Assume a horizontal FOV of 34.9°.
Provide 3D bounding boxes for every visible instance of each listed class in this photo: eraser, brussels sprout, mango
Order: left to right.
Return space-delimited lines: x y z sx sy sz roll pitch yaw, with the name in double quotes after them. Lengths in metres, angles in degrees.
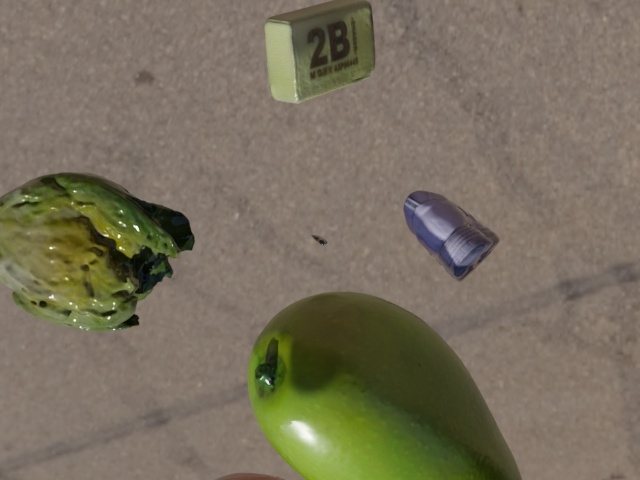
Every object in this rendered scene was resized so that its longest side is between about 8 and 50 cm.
-0.210 0.003 0.884 0.181 0.100 0.139 10 115 16 "brussels sprout"
0.003 -0.269 1.431 0.058 0.172 0.117 14 119 42 "eraser"
0.077 0.176 0.966 0.156 0.192 0.343 -18 130 44 "mango"

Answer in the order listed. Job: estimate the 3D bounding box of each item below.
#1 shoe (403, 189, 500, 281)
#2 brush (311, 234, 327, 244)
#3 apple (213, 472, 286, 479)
0.194 -0.014 1.544 0.095 0.245 0.137 -44 80 9 "shoe"
0.000 0.000 1.321 0.024 0.008 0.083 28 -178 -6 "brush"
-0.082 0.504 1.350 0.364 0.363 0.363 6 140 5 "apple"
